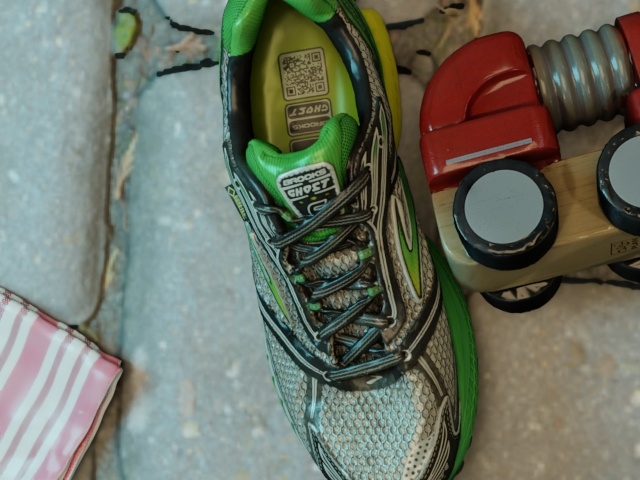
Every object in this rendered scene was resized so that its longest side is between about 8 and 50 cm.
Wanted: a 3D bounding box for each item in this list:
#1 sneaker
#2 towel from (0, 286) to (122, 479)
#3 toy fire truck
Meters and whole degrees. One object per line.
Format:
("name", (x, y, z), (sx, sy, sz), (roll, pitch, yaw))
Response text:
("sneaker", (0.000, 0.000, 0.794), (0.134, 0.146, 0.344), (-16, 88, 12))
("towel", (-0.245, 0.099, 0.910), (0.197, 0.029, 0.144), (29, 96, 11))
("toy fire truck", (0.156, -0.110, 0.772), (0.217, 0.158, 0.246), (-14, 69, 8))
